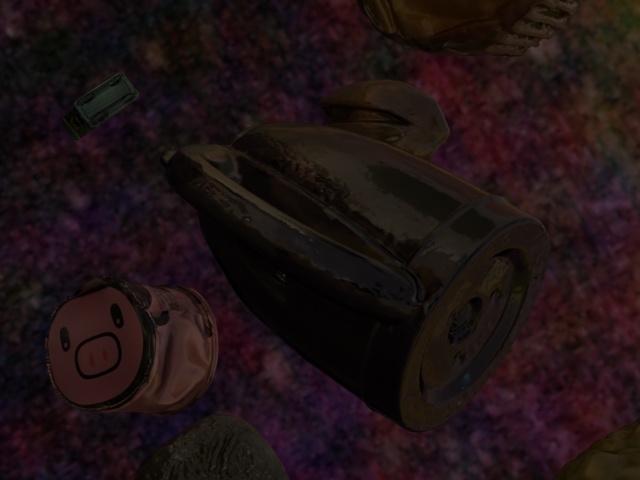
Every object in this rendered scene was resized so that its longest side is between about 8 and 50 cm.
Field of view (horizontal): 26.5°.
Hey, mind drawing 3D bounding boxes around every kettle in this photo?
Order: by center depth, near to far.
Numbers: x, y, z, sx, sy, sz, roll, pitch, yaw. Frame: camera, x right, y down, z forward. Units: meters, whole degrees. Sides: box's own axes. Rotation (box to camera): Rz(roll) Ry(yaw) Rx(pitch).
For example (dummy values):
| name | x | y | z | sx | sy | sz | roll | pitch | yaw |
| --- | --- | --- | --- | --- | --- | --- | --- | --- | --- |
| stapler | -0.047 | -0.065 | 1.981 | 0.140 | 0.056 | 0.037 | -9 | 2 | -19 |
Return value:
| name | x | y | z | sx | sy | sz | roll | pitch | yaw |
| --- | --- | --- | --- | --- | --- | --- | --- | --- | --- |
| kettle | 0.000 | 0.000 | 1.265 | 0.324 | 0.228 | 0.321 | 32 | 10 | 29 |

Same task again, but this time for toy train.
| name | x | y | z | sx | sy | sz | roll | pitch | yaw |
| --- | --- | --- | --- | --- | --- | --- | --- | --- | --- |
| toy train | -0.254 | -0.153 | 1.555 | 0.038 | 0.056 | 0.093 | 52 | 48 | -7 |

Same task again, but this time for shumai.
| name | x | y | z | sx | sy | sz | roll | pitch | yaw |
| --- | --- | --- | --- | --- | --- | --- | --- | --- | --- |
| shumai | -0.161 | 0.382 | 1.847 | 0.225 | 0.222 | 0.260 | -1 | 58 | -26 |

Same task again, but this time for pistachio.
| name | x | y | z | sx | sy | sz | roll | pitch | yaw |
| --- | --- | --- | --- | --- | --- | --- | --- | --- | --- |
| pistachio | 0.078 | -0.152 | 1.799 | 0.124 | 0.185 | 0.124 | -27 | 123 | -54 |

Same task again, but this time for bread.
| name | x | y | z | sx | sy | sz | roll | pitch | yaw |
| --- | --- | --- | --- | --- | --- | --- | --- | --- | --- |
| bread | 0.132 | -0.285 | 1.188 | 0.142 | 0.227 | 0.253 | -17 | 104 | -59 |

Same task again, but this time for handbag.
| name | x | y | z | sx | sy | sz | roll | pitch | yaw |
| --- | --- | --- | --- | --- | --- | --- | --- | --- | --- |
| handbag | -0.238 | 0.135 | 1.719 | 0.116 | 0.205 | 0.179 | 4 | 68 | -50 |

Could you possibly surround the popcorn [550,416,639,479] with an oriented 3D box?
| name | x | y | z | sx | sy | sz | roll | pitch | yaw |
| --- | --- | --- | --- | --- | --- | --- | --- | --- | --- |
| popcorn | 0.181 | 0.217 | 0.797 | 0.174 | 0.225 | 0.286 | 45 | 29 | 9 |
